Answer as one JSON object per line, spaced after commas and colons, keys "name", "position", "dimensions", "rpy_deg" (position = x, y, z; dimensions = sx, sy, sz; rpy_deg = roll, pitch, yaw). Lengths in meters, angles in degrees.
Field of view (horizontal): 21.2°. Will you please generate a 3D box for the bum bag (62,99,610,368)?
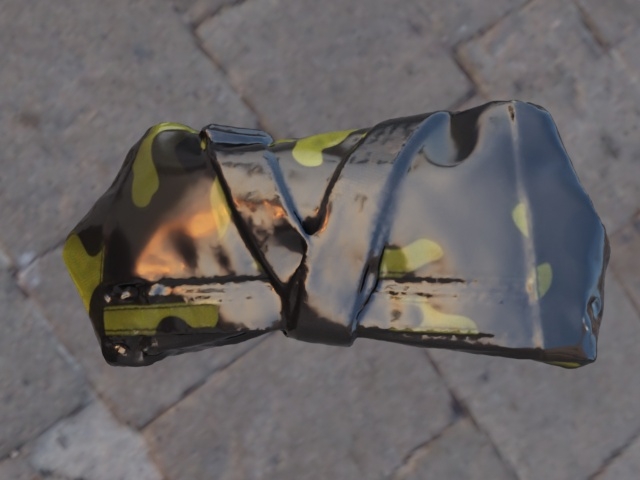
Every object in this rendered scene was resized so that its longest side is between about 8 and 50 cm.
{"name": "bum bag", "position": [0.000, 0.000, 0.687], "dimensions": [0.060, 0.232, 0.107], "rpy_deg": [27, 65, -68]}
